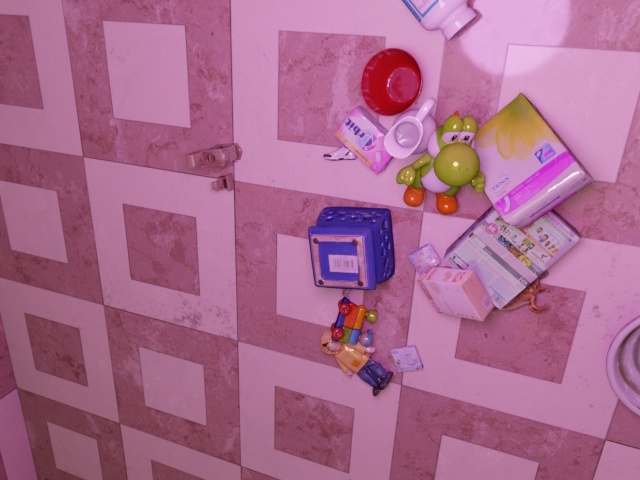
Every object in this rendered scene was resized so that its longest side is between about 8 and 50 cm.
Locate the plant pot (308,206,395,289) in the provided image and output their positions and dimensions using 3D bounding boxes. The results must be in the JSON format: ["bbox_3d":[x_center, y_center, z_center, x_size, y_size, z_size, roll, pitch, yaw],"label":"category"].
[{"bbox_3d":[0.093,0.032,1.674,0.236,0.212,0.235,2,109,22],"label":"plant pot"}]

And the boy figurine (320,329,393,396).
[{"bbox_3d":[0.124,0.417,1.893,0.285,0.092,0.177,41,126,0],"label":"boy figurine"}]

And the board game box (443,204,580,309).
[{"bbox_3d":[0.544,0.013,1.534,0.224,0.097,0.303,42,116,2],"label":"board game box"}]

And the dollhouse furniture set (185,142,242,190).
[{"bbox_3d":[-0.339,-0.226,1.767,0.101,0.182,0.160,0,111,22],"label":"dollhouse furniture set"}]

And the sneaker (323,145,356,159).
[{"bbox_3d":[0.061,-0.273,1.670,0.109,0.040,0.043,-1,94,19],"label":"sneaker"}]

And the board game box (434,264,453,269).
[{"bbox_3d":[0.429,0.138,1.687,0.154,0.026,0.103,8,113,20],"label":"board game box"}]

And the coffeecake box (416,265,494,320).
[{"bbox_3d":[0.398,0.155,1.584,0.142,0.068,0.186,54,156,-21],"label":"coffeecake box"}]

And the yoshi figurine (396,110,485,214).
[{"bbox_3d":[0.326,-0.173,1.410,0.203,0.204,0.362,52,164,19],"label":"yoshi figurine"}]

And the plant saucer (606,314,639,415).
[{"bbox_3d":[1.017,0.338,1.483,0.401,0.100,0.400,8,113,19],"label":"plant saucer"}]

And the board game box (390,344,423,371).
[{"bbox_3d":[0.302,0.412,1.857,0.090,0.020,0.090,-14,105,27],"label":"board game box"}]

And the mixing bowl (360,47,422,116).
[{"bbox_3d":[0.213,-0.439,1.489,0.182,0.098,0.181,7,104,29],"label":"mixing bowl"}]

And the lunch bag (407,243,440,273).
[{"bbox_3d":[0.331,0.054,1.679,0.083,0.053,0.071,-32,94,39],"label":"lunch bag"}]

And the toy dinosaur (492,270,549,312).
[{"bbox_3d":[0.623,0.176,1.613,0.112,0.064,0.211,47,112,20],"label":"toy dinosaur"}]

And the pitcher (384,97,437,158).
[{"bbox_3d":[0.267,-0.316,1.462,0.125,0.207,0.177,42,115,6],"label":"pitcher"}]

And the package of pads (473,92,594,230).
[{"bbox_3d":[0.521,-0.200,1.393,0.229,0.101,0.296,-41,54,30],"label":"package of pads"}]

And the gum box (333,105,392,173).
[{"bbox_3d":[0.148,-0.300,1.603,0.188,0.062,0.107,43,120,1],"label":"gum box"}]

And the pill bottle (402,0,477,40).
[{"bbox_3d":[0.281,-0.645,1.359,0.146,0.146,0.264,-37,94,30],"label":"pill bottle"}]

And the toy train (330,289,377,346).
[{"bbox_3d":[0.132,0.238,1.825,0.144,0.105,0.247,17,94,-2],"label":"toy train"}]
